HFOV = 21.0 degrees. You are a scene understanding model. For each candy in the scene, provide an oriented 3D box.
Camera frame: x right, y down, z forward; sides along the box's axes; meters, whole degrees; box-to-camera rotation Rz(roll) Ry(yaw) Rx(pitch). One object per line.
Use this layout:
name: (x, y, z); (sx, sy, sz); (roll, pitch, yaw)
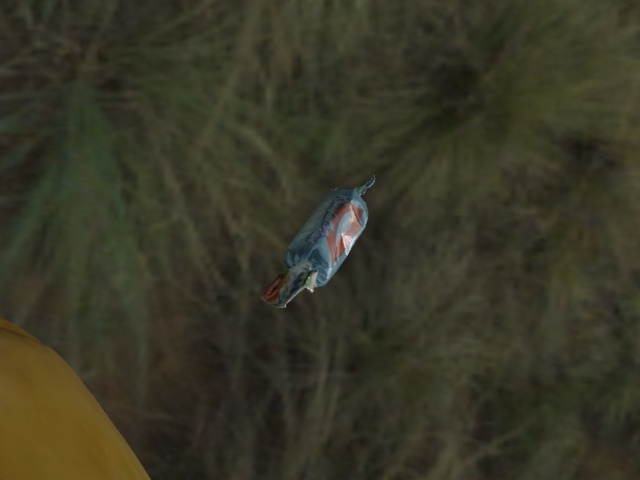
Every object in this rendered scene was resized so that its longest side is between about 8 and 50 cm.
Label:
candy: (0.000, 0.001, 0.689); (0.020, 0.030, 0.083); (54, 36, -17)

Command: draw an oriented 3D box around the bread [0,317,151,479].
bread: (-0.184, 0.198, 0.454); (0.361, 0.394, 0.250); (-42, 153, 12)
